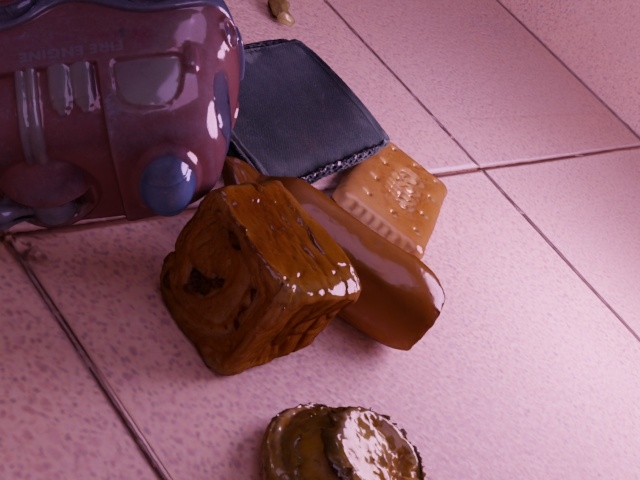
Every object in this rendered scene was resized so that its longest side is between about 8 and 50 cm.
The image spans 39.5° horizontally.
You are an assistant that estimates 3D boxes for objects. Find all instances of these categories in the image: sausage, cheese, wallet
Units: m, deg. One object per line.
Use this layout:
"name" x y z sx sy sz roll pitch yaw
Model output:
"sausage" -0.003 0.003 1.044 0.328 0.112 0.112 36 31 -4
"cheese" -0.068 -0.407 1.585 0.044 0.030 0.083 12 34 -28
"wallet" -0.058 -0.175 1.248 0.237 0.075 0.342 46 33 9

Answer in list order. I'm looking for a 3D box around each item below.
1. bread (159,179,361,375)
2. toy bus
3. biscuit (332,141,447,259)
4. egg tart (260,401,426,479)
"bread" -0.064 0.037 0.907 0.143 0.149 0.158 -19 69 -53
"toy bus" -0.210 -0.120 0.854 0.294 0.197 0.231 -8 57 -10
"biscuit" 0.112 -0.073 1.338 0.160 0.030 0.249 38 31 -2
"egg tart" 0.035 0.219 0.839 0.191 0.074 0.191 29 30 -19
